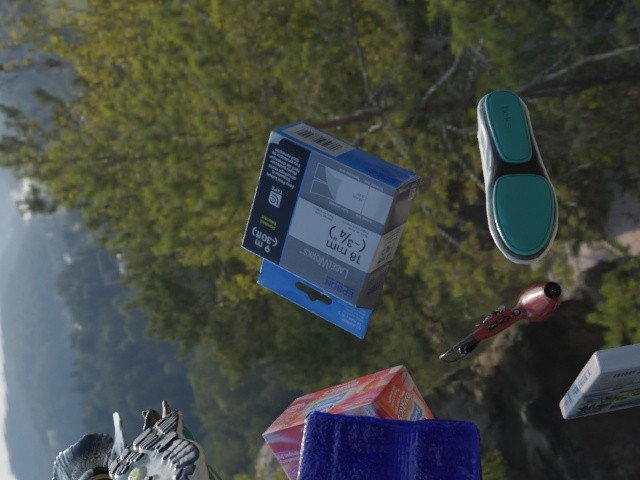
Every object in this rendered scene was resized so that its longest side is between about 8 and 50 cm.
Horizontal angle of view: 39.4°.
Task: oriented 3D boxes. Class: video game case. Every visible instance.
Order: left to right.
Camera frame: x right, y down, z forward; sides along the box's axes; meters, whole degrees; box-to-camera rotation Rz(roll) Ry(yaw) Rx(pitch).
[{"bbox_3d":[0.558,0.198,1.386,0.300,0.329,0.036,80,179,-65],"label":"video game case"}]

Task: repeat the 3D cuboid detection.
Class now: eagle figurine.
[{"bbox_3d":[-0.383,0.459,1.658,0.225,0.298,0.226,54,-179,2],"label":"eagle figurine"}]

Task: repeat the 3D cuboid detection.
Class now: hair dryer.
[{"bbox_3d":[0.393,0.165,1.820,0.080,0.223,0.293,51,132,9],"label":"hair dryer"}]

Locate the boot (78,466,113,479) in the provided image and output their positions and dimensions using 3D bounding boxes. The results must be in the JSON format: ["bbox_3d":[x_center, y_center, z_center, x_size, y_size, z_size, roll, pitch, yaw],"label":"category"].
[{"bbox_3d":[-0.243,0.406,1.243,0.077,0.198,0.137,-54,36,3],"label":"boot"}]

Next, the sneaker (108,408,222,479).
[{"bbox_3d":[-0.165,0.276,1.015,0.110,0.107,0.275,53,169,-17],"label":"sneaker"}]

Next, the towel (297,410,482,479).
[{"bbox_3d":[0.111,0.380,1.475,0.227,0.308,0.076,-82,-10,-48],"label":"towel"}]

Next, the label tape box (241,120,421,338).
[{"bbox_3d":[0.000,0.000,1.526,0.240,0.106,0.333,27,117,20],"label":"label tape box"}]

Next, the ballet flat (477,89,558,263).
[{"bbox_3d":[0.376,-0.110,1.758,0.139,0.139,0.400,110,160,-58],"label":"ballet flat"}]

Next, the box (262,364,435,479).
[{"bbox_3d":[0.057,0.374,1.747,0.300,0.142,0.154,-24,100,38],"label":"box"}]
